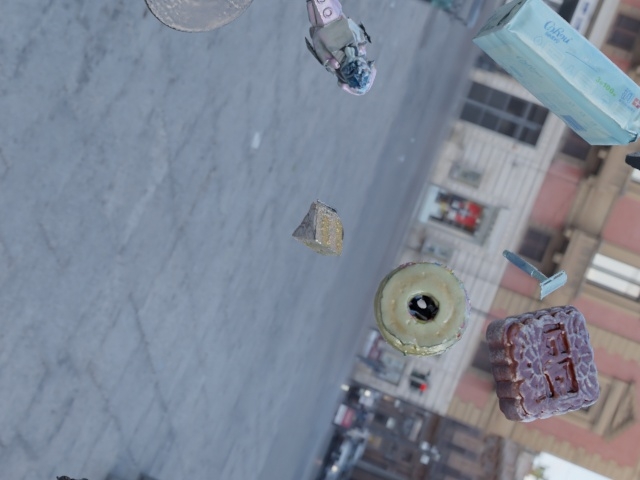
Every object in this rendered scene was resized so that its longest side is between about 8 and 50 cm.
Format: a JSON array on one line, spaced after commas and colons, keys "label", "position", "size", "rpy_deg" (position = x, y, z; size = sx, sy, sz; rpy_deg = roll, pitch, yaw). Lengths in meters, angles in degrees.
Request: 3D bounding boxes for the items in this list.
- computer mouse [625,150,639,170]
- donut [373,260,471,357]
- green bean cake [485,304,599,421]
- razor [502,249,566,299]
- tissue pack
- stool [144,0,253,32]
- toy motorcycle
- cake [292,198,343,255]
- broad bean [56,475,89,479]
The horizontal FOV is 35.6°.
[{"label": "computer mouse", "position": [0.733, -0.131, 1.916], "size": [0.168, 0.295, 0.087], "rpy_deg": [-12, 105, -32]}, {"label": "donut", "position": [0.177, 0.120, 1.736], "size": [0.068, 0.174, 0.175], "rpy_deg": [77, 35, -80]}, {"label": "green bean cake", "position": [0.287, 0.156, 1.274], "size": [0.056, 0.135, 0.135], "rpy_deg": [154, -76, -67]}, {"label": "razor", "position": [0.404, 0.056, 1.930], "size": [0.068, 0.135, 0.040], "rpy_deg": [-27, 133, -24]}, {"label": "tissue pack", "position": [0.368, -0.256, 1.505], "size": [0.089, 0.263, 0.177], "rpy_deg": [-50, -171, -2]}, {"label": "stool", "position": [-0.210, -0.452, 1.466], "size": [0.179, 0.179, 0.264], "rpy_deg": [105, -32, -41]}, {"label": "toy motorcycle", "position": [0.044, -0.352, 1.818], "size": [0.108, 0.239, 0.204], "rpy_deg": [-39, -148, 8]}, {"label": "cake", "position": [0.000, 0.000, 1.303], "size": [0.065, 0.052, 0.121], "rpy_deg": [-52, -165, 16]}, {"label": "broad bean", "position": [-0.220, 0.371, 1.177], "size": [0.077, 0.339, 0.061], "rpy_deg": [-38, 144, -34]}]
